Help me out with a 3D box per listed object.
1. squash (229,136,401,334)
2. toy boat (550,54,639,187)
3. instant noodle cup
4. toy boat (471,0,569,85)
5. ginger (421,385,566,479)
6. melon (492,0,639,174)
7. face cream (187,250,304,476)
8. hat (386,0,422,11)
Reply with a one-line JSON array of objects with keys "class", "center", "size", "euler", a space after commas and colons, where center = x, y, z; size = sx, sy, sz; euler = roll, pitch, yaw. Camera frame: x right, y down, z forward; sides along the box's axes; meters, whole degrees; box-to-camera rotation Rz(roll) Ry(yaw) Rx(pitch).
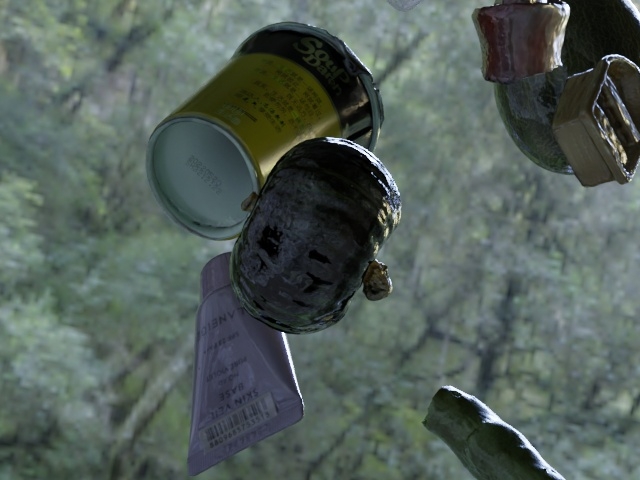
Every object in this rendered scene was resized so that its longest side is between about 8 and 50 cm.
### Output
[{"class": "squash", "center": [-0.005, -0.004, 1.330], "size": [0.156, 0.193, 0.193], "euler": [7, -5, 3]}, {"class": "toy boat", "center": [0.338, -0.149, 1.675], "size": [0.061, 0.188, 0.116], "euler": [-19, -66, 36]}, {"class": "instant noodle cup", "center": [-0.071, -0.112, 1.570], "size": [0.216, 0.215, 0.236], "euler": [9, 29, 25]}, {"class": "toy boat", "center": [0.194, -0.309, 1.390], "size": [0.096, 0.282, 0.206], "euler": [-2, 19, 16]}, {"class": "ginger", "center": [0.238, 0.289, 1.763], "size": [0.089, 0.137, 0.290], "euler": [-30, 45, -24]}, {"class": "melon", "center": [0.369, -0.247, 2.043], "size": [0.238, 0.301, 0.237], "euler": [-4, -19, -2]}, {"class": "face cream", "center": [-0.091, 0.133, 1.589], "size": [0.154, 0.273, 0.096], "euler": [-28, -52, 16]}, {"class": "hat", "center": [0.121, -0.469, 2.197], "size": [0.126, 0.203, 0.203], "euler": [26, -11, -25]}]
